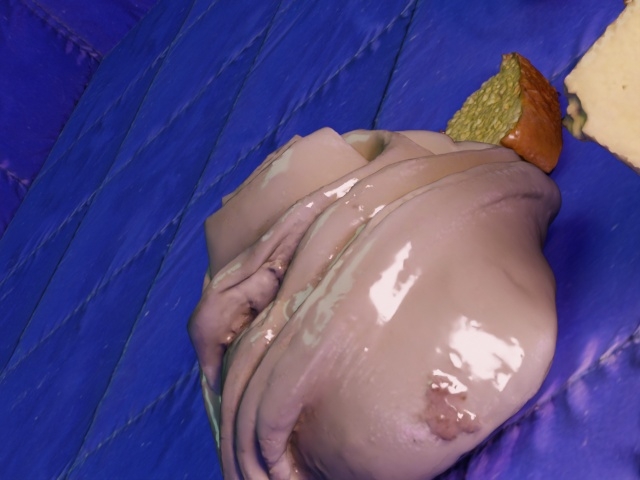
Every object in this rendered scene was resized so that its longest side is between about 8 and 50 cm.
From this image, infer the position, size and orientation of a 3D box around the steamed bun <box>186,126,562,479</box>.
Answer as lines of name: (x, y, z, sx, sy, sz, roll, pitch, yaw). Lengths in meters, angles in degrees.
steamed bun: (0.015, 0.048, 1.416, 0.310, 0.219, 0.324, -41, 19, 35)

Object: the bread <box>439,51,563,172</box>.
bread: (0.159, -0.094, 1.625, 0.103, 0.065, 0.187, -48, 17, 19)

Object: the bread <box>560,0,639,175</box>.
bread: (0.288, -0.153, 1.185, 0.263, 0.198, 0.236, -47, 10, 22)
